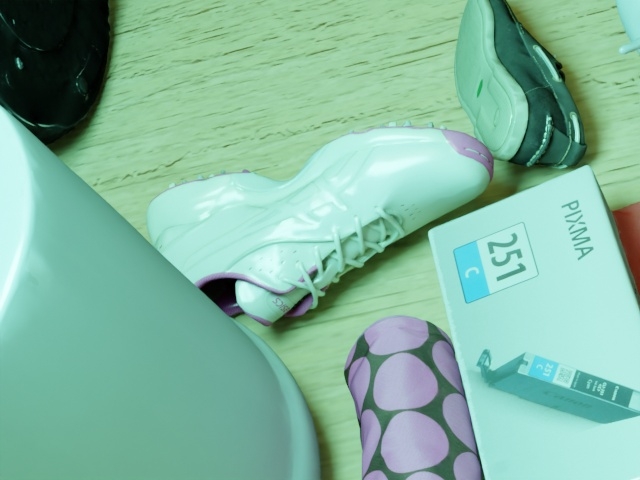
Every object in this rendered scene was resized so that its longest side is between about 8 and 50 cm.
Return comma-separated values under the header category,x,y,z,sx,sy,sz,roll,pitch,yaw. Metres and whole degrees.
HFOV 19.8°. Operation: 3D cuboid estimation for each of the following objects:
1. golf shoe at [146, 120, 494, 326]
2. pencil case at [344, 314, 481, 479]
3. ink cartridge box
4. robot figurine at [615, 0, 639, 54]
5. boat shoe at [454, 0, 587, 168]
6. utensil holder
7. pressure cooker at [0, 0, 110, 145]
category,x,y,z,sx,sy,sz,roll,pitch,yaw
golf shoe,0.000,0.000,1.478,0.306,0.115,0.140,-16,55,24
pencil case,0.063,0.158,1.305,0.095,0.098,0.209,11,44,-14
ink cartridge box,0.229,0.064,1.312,0.261,0.066,0.296,-22,44,11
robot figurine,0.354,-0.246,1.426,0.300,0.200,0.353,22,62,16
boat shoe,0.163,-0.137,1.540,0.079,0.084,0.233,7,35,-15
utensil holder,-0.222,0.111,1.248,0.327,0.385,0.327,-13,55,20
pressure cooker,-0.456,-0.237,1.736,0.420,0.375,0.370,-10,50,20
